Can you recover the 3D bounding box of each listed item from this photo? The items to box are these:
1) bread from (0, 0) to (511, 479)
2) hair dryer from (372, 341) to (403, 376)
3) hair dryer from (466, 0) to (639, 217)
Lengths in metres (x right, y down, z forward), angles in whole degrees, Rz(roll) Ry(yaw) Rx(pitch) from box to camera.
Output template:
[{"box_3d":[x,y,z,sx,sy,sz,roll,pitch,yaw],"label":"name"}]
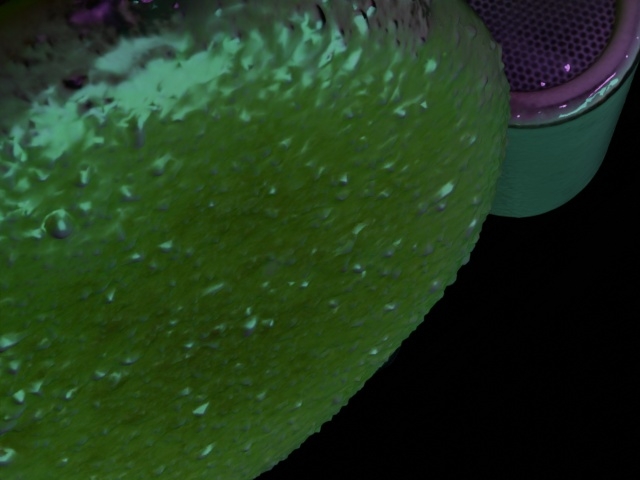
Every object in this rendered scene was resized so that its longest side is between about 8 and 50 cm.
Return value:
[{"box_3d":[-0.046,0.020,0.417,0.228,0.033,0.228,-26,151,-15],"label":"bread"},{"box_3d":[0.020,0.046,0.825,0.079,0.031,0.083,-46,-178,-30],"label":"hair dryer"},{"box_3d":[0.000,0.000,0.541,0.236,0.073,0.131,-40,167,-6],"label":"hair dryer"}]
